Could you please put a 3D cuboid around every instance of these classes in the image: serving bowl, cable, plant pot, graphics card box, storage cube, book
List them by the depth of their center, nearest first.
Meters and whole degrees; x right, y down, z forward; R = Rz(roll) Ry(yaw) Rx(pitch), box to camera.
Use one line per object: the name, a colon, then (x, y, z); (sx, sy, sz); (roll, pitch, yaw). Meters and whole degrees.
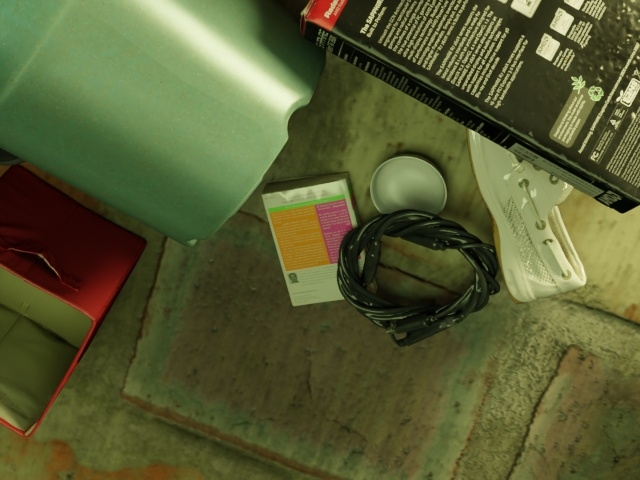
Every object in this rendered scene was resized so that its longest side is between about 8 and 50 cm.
graphics card box: (0.193, -0.214, 1.767); (0.371, 0.094, 0.233); (28, 83, 1)
plant pot: (-0.198, -0.184, 1.830); (0.334, 0.341, 0.341); (34, 120, -14)
serving bowl: (0.097, -0.058, 1.976); (0.083, 0.027, 0.083); (6, 118, 12)
cable: (0.107, 0.030, 1.985); (0.184, 0.047, 0.150); (-28, 103, 35)
book: (0.000, 0.000, 2.029); (0.096, 0.035, 0.144); (-7, 115, 14)
storage cube: (-0.331, 0.063, 2.052); (0.184, 0.193, 0.215); (30, 119, -3)

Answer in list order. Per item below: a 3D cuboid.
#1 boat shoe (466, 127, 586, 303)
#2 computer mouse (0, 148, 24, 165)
boat shoe: (0.217, -0.062, 1.910); (0.096, 0.098, 0.277); (-9, 123, 18)
computer mouse: (-0.398, -0.188, 2.015); (0.272, 0.072, 0.188); (34, 122, 9)
